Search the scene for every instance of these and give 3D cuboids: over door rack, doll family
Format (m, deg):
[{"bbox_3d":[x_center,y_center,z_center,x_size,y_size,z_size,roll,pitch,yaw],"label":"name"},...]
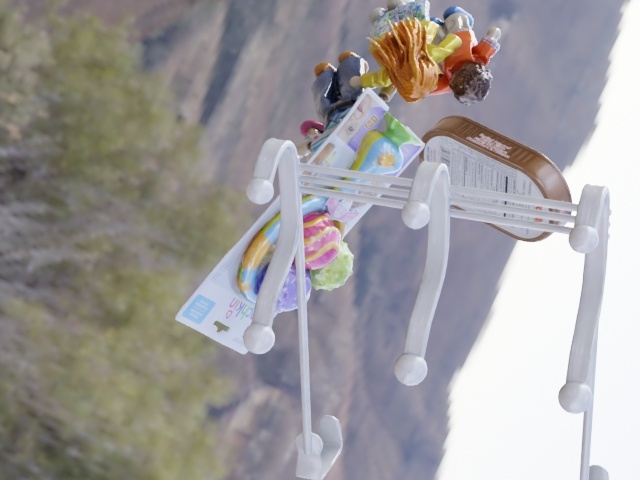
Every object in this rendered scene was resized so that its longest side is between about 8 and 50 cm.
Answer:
[{"bbox_3d":[0.079,0.089,1.159,0.108,0.239,0.324,-62,154,-42],"label":"over door rack"},{"bbox_3d":[0.048,-0.141,1.619,0.263,0.118,0.163,-39,-149,19],"label":"doll family"}]

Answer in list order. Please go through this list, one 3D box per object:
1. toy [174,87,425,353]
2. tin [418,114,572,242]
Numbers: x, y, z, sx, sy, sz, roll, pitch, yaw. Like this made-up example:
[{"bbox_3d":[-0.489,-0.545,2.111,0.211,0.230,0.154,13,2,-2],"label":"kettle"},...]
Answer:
[{"bbox_3d":[0.000,0.000,1.367,0.237,0.056,0.137,-52,152,1],"label":"toy"},{"bbox_3d":[0.186,-0.065,1.823,0.040,0.190,0.106,-40,143,-31],"label":"tin"}]
